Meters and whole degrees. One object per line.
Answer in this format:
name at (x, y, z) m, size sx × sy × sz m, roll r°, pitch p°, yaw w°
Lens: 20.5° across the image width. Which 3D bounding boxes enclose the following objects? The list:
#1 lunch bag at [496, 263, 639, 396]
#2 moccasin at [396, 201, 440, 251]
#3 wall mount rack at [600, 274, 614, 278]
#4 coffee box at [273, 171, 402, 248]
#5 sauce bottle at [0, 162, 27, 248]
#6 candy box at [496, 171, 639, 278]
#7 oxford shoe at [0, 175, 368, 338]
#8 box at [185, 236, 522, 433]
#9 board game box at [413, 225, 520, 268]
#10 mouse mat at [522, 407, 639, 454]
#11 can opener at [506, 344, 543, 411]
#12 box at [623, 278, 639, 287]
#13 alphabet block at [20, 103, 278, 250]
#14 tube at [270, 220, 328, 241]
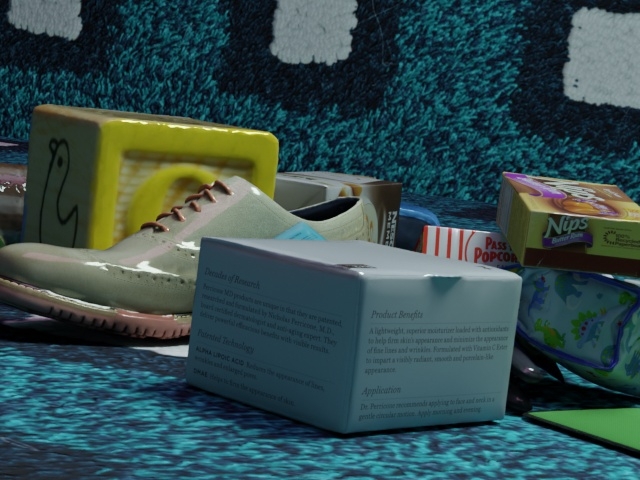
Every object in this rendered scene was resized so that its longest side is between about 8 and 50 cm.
lunch bag at (0.216, 0.071, 1.524) m, size 0.151 × 0.096 × 0.129 m, roll 22°, pitch -5°, yaw 30°
moccasin at (-0.035, -0.008, 2.071) m, size 0.342 × 0.116 × 0.138 m, roll 11°, pitch 7°, yaw 13°
wall mount rack at (0.420, 0.048, 1.945) m, size 0.304 × 0.130 × 0.350 m, roll 9°, pitch 5°, yaw 27°
coffee box at (0.000, 0.000, 1.886) m, size 0.098 × 0.141 × 0.246 m, roll 8°, pitch 6°, yaw 19°
sauce bottle at (-0.383, -0.037, 1.962) m, size 0.344 × 0.111 × 0.111 m, roll 5°, pitch 6°, yaw -20°
candy box at (0.217, -0.015, 1.522) m, size 0.109 × 0.053 × 0.186 m, roll 6°, pitch 13°, yaw -2°
oxford shoe at (-0.125, 0.010, 1.597) m, size 0.397 × 0.146 × 0.140 m, roll 2°, pitch 7°, yaw -39°
box at (0.025, 0.067, 1.348) m, size 0.181 × 0.119 × 0.182 m, roll 2°, pitch 8°, yaw -44°
board game box at (0.153, 0.048, 1.666) m, size 0.147 × 0.045 × 0.193 m, roll 6°, pitch -22°, yaw -4°
mouse mat at (0.272, 0.150, 1.382) m, size 0.190 × 0.007 × 0.153 m, roll 4°, pitch 6°, yaw -38°
can opener at (0.142, 0.098, 1.477) m, size 0.073 × 0.059 × 0.186 m, roll 6°, pitch 5°, yaw -15°
box at (0.364, 0.095, 1.602) m, size 0.130 × 0.091 × 0.170 m, roll 6°, pitch 5°, yaw -19°
alphabet block at (-0.173, -0.030, 1.750) m, size 0.193 × 0.192 × 0.197 m, roll 1°, pitch 6°, yaw -28°
tube at (0.023, 0.049, 1.514) m, size 0.080 × 0.052 × 0.207 m, roll -25°, pitch 48°, yaw -37°
